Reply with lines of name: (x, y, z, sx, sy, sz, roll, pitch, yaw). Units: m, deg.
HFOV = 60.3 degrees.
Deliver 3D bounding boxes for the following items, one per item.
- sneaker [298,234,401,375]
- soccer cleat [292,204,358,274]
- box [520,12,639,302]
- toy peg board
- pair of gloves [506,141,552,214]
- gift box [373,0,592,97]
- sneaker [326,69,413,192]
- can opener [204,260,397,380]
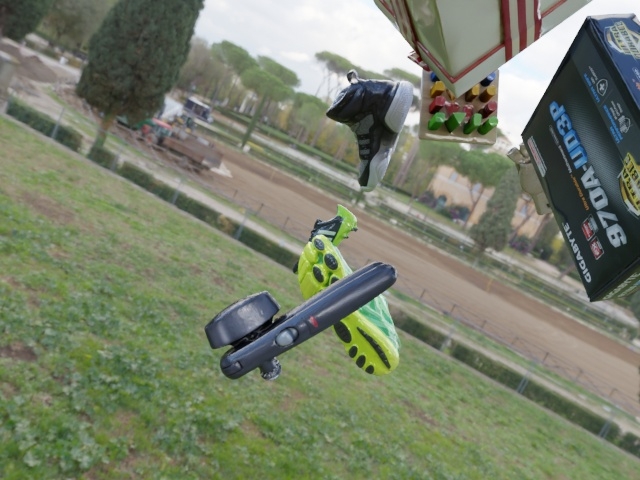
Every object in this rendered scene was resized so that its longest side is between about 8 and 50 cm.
sneaker: (0.057, 0.125, 1.084, 0.295, 0.109, 0.123, 58, 24, 5)
soccer cleat: (0.000, 0.000, 1.177, 0.072, 0.179, 0.060, 48, 6, 12)
box: (0.280, -0.076, 0.532, 0.051, 0.220, 0.175, -7, -28, -6)
toy peg board: (0.289, -0.285, 1.114, 0.161, 0.160, 0.079, 4, -3, -3)
pair of gloves: (0.498, -0.163, 1.059, 0.204, 0.240, 0.042, 41, 28, -41)
gift box: (0.191, -0.386, 0.712, 0.276, 0.255, 0.258, 64, 11, 25)
sneaker: (0.085, -0.226, 1.135, 0.153, 0.268, 0.101, 22, 47, 5)
can opener: (-0.013, 0.070, 0.508, 0.059, 0.186, 0.073, -123, -172, -74)
